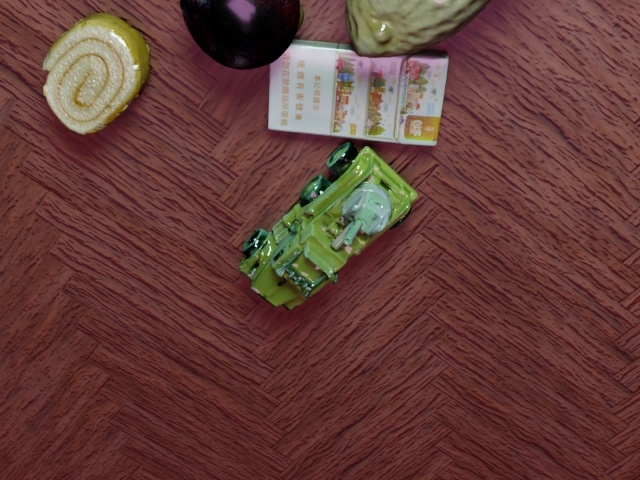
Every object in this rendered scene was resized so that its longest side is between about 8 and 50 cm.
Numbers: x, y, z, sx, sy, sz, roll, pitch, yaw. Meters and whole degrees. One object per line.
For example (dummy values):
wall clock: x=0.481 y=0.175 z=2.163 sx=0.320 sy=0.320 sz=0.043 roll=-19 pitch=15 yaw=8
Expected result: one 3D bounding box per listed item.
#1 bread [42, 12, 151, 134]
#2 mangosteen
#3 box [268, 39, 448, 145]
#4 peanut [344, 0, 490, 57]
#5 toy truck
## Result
bread: x=-0.288 y=-0.217 z=0.981 sx=0.149 sy=0.073 sz=0.122 roll=-39 pitch=105 yaw=23
mangosteen: x=-0.084 y=-0.277 z=0.888 sx=0.152 sy=0.152 sz=0.152 roll=3 pitch=121 yaw=5
box: x=0.045 y=-0.188 z=0.979 sx=0.220 sy=0.032 sz=0.122 roll=6 pitch=121 yaw=3
peanut: x=0.141 y=-0.317 z=0.823 sx=0.152 sy=0.152 sz=0.313 roll=34 pitch=125 yaw=-14
toy truck: x=-0.002 y=0.000 z=1.041 sx=0.128 sy=0.135 sz=0.259 roll=42 pitch=120 yaw=-17
